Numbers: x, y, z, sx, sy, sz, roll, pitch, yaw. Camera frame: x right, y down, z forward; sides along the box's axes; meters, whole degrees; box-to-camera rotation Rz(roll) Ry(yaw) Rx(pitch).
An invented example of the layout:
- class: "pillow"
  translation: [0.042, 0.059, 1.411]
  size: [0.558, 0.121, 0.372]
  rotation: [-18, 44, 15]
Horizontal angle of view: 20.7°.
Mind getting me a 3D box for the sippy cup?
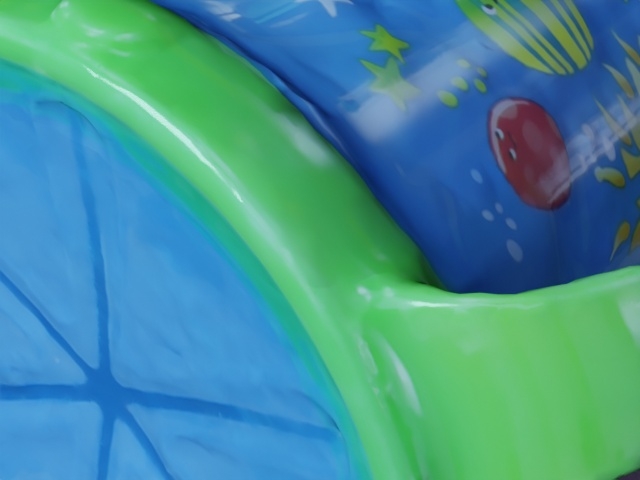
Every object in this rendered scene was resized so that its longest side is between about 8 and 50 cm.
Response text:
- class: "sippy cup"
  translation: [0.000, 0.000, 0.526]
  size: [0.305, 0.240, 0.224]
  rotation: [33, 45, 23]
